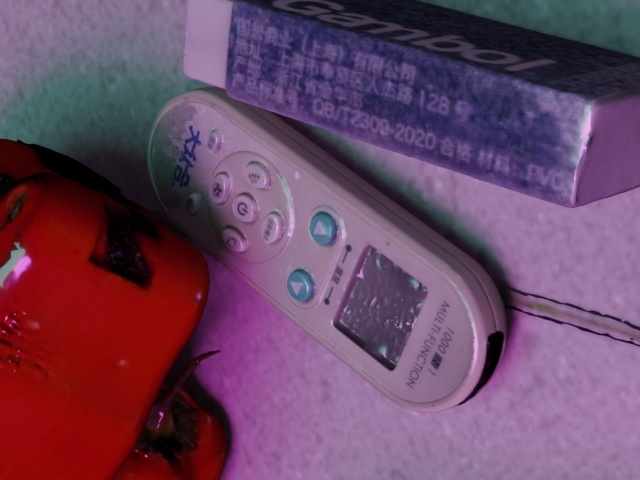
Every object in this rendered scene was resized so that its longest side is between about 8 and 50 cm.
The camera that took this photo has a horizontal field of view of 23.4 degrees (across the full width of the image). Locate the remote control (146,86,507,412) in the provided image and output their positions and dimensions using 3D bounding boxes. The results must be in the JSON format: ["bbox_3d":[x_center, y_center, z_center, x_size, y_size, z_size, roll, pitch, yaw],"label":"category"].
[{"bbox_3d":[0.000,0.000,0.745,0.221,0.042,0.078,37,120,27],"label":"remote control"}]

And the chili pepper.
[{"bbox_3d":[-0.095,0.118,0.826,0.086,0.084,0.192,29,126,-6],"label":"chili pepper"}]

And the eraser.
[{"bbox_3d":[0.046,-0.069,0.658,0.212,0.092,0.046,21,114,36],"label":"eraser"}]

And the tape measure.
[{"bbox_3d":[-0.177,0.074,0.783,0.253,0.114,0.260,-62,27,-3],"label":"tape measure"}]
